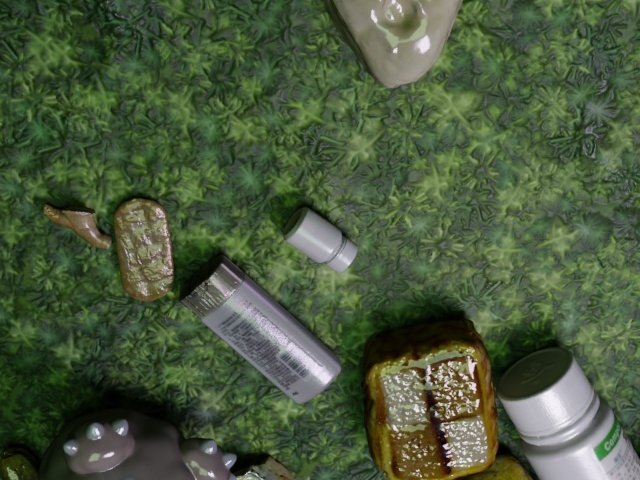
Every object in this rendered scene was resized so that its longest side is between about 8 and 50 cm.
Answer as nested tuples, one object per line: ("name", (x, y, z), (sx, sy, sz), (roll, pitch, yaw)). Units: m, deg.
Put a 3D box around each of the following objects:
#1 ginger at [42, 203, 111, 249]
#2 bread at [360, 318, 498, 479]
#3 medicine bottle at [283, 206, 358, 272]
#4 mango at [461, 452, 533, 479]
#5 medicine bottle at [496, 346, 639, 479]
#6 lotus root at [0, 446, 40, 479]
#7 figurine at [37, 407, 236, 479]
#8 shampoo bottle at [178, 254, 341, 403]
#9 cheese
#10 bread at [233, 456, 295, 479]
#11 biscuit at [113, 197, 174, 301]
("ginger", (-0.301, -0.027, 1.355), (0.097, 0.030, 0.048), (32, 136, -13))
("bread", (0.145, 0.219, 1.449), (0.181, 0.096, 0.222), (-9, 113, 5))
("medicine bottle", (0.000, 0.000, 1.371), (0.089, 0.052, 0.052), (34, 108, -17))
("mango", (0.288, 0.464, 1.539), (0.176, 0.176, 0.329), (-47, 115, -29))
("medicine bottle", (0.343, 0.271, 1.467), (0.139, 0.139, 0.237), (-29, 105, 9))
("lotus root", (-0.409, 0.329, 1.492), (0.049, 0.054, 0.099), (-36, 111, 1))
("figurine", (-0.294, 0.370, 1.447), (0.248, 0.203, 0.380), (22, 122, -28))
("shampoo bottle", (-0.078, 0.120, 1.417), (0.086, 0.056, 0.227), (-42, 110, 16))
("cheese", (0.102, -0.297, 1.185), (0.251, 0.173, 0.248), (-14, 113, -3))
("bread", (-0.135, 0.404, 1.529), (0.232, 0.088, 0.128), (-44, 118, 8))
("biscuit", (-0.226, 0.013, 1.382), (0.071, 0.018, 0.147), (-4, 115, -3))
